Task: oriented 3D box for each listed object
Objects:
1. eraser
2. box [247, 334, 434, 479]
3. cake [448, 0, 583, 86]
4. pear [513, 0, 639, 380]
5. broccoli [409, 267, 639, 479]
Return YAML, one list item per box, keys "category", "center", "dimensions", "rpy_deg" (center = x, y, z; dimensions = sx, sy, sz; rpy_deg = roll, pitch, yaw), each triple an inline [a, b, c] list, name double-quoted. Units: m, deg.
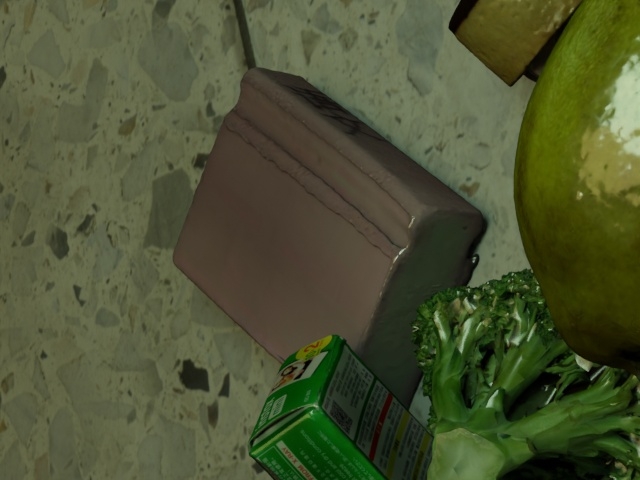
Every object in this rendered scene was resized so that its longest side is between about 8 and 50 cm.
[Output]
- category: "eraser"
  center: [0.000, 0.000, 2.224]
  dimensions: [0.359, 0.122, 0.272]
  rpy_deg: [42, 115, 43]
- category: "box"
  center: [0.045, 0.235, 2.030]
  dimensions: [0.103, 0.180, 0.250]
  rpy_deg: [-38, 101, 24]
- category: "cake"
  center: [0.249, -0.240, 1.960]
  dimensions: [0.185, 0.178, 0.208]
  rpy_deg: [-51, 12, 49]
- category: "pear"
  center: [0.348, -0.070, 1.694]
  dimensions: [0.352, 0.352, 0.413]
  rpy_deg: [24, 100, 47]
- category: "broccoli"
  center: [0.209, 0.173, 1.872]
  dimensions: [0.308, 0.275, 0.308]
  rpy_deg: [7, 106, 26]
